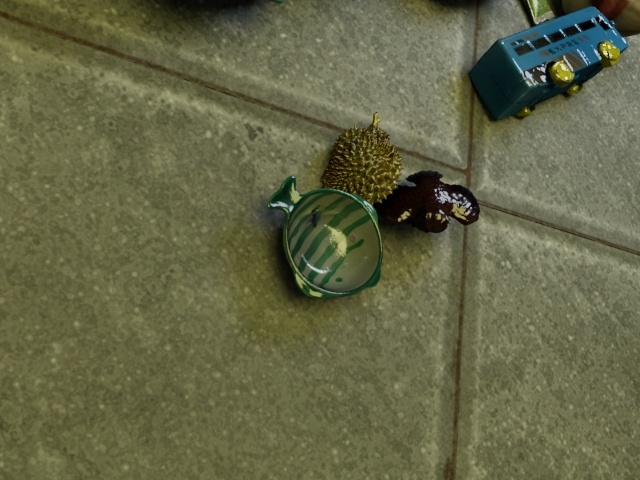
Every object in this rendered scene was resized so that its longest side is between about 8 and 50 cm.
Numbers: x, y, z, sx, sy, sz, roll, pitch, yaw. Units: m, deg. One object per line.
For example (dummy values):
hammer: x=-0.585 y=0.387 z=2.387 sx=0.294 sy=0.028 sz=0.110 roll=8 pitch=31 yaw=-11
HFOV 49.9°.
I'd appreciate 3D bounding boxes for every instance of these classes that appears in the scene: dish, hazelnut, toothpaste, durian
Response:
dish: x=0.000 y=0.000 z=1.239 sx=0.246 sy=0.078 sz=0.224 roll=43 pitch=62 yaw=-11
hazelnut: x=0.735 y=-0.622 z=1.684 sx=0.261 sy=0.261 sz=0.241 roll=13 pitch=92 yaw=-23
toothpaste: x=0.494 y=-0.646 z=1.684 sx=0.078 sy=0.047 sz=0.248 roll=-29 pitch=92 yaw=-28
durian: x=0.095 y=-0.163 z=1.313 sx=0.146 sy=0.102 sz=0.208 roll=20 pitch=65 yaw=-4

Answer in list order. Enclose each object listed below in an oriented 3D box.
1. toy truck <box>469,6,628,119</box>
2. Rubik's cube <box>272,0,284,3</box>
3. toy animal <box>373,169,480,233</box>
toy truck: x=0.531 y=-0.409 z=1.573 sx=0.384 sy=0.161 sz=0.162 roll=-26 pitch=79 yaw=-29
Rubik's cube: x=-0.161 y=-0.613 z=1.191 sx=0.387 sy=0.358 sz=0.368 roll=18 pitch=27 yaw=-22
toy animal: x=0.205 y=-0.076 z=1.307 sx=0.218 sy=0.179 sz=0.116 roll=4 pitch=96 yaw=-1
